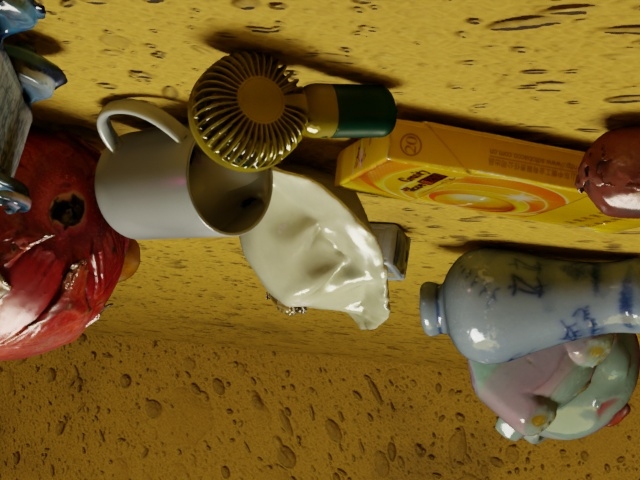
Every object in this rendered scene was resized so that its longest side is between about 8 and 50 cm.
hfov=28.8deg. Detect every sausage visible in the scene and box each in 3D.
[{"bbox_3d":[0.256,-0.050,0.912,0.141,0.076,0.076,-1,167,30],"label":"sausage"}]

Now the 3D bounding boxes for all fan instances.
[{"bbox_3d":[-0.015,-0.093,0.874,0.155,0.082,0.039,-4,168,-26],"label":"fan"}]

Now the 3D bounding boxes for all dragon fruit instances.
[{"bbox_3d":[-0.296,0.002,1.158,0.252,0.241,0.241,-11,164,20],"label":"dragon fruit"}]

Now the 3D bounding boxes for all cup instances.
[{"bbox_3d":[-0.123,-0.068,1.068,0.133,0.136,0.099,-2,-159,45],"label":"cup"}]

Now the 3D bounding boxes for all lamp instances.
[{"bbox_3d":[0.296,0.150,1.666,0.247,0.247,0.301,39,-172,30],"label":"lamp"}]

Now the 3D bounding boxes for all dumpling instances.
[{"bbox_3d":[0.002,0.003,1.151,0.126,0.216,0.166,-21,-160,-27],"label":"dumpling"}]

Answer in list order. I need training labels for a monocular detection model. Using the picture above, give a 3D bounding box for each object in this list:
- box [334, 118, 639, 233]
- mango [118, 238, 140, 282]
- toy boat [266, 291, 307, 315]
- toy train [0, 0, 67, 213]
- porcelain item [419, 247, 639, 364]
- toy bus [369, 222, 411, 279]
[{"bbox_3d":[0.160,-0.051,1.049,0.269,0.043,0.152,10,170,-15],"label":"box"},{"bbox_3d":[-0.347,0.000,1.483,0.267,0.111,0.133,5,-174,5],"label":"mango"},{"bbox_3d":[0.002,0.052,1.580,0.072,0.064,0.206,19,-162,24],"label":"toy boat"},{"bbox_3d":[-0.282,-0.110,0.814,0.202,0.131,0.300,15,169,-5],"label":"toy train"},{"bbox_3d":[0.247,0.073,1.459,0.259,0.141,0.141,-5,167,17],"label":"porcelain item"},{"bbox_3d":[0.006,0.011,1.454,0.190,0.064,0.075,4,164,19],"label":"toy bus"}]
